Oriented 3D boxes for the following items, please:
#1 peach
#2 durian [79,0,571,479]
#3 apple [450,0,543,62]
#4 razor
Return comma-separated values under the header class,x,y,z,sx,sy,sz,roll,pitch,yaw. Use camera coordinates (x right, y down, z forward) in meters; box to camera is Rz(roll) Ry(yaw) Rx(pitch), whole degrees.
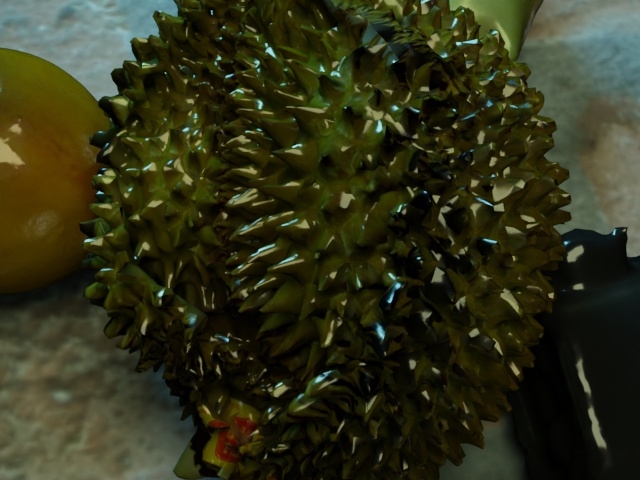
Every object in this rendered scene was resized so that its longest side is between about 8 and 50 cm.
class,x,y,z,sx,sy,sz,roll,pitch,yaw
peach,-0.175,-0.035,0.876,0.138,0.138,0.138,3,61,-6
durian,0.011,-0.003,0.816,0.258,0.258,0.293,-4,81,-10
apple,0.028,-0.192,0.997,0.265,0.120,0.193,36,50,8
razor,0.271,0.069,0.889,0.326,0.107,0.189,-8,64,-12
